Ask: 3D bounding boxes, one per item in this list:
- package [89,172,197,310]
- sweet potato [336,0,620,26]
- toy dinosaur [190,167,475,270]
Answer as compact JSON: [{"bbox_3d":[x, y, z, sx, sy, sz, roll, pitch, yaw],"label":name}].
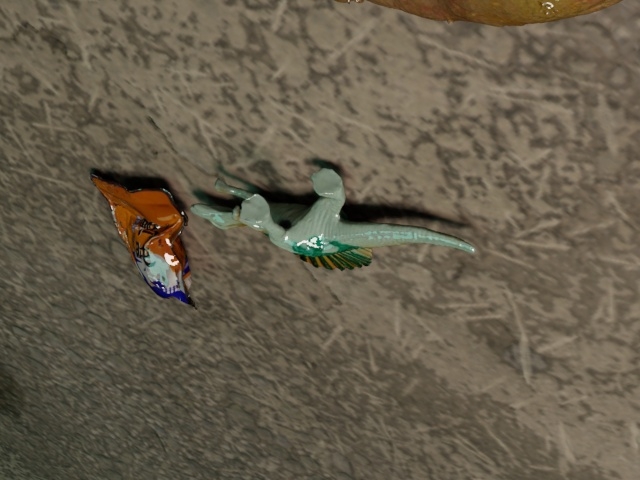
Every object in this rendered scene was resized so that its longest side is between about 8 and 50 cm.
[{"bbox_3d":[-0.117,0.000,0.931,0.077,0.033,0.110,27,141,50],"label":"package"},{"bbox_3d":[0.079,-0.122,0.588,0.226,0.068,0.068,-8,131,44],"label":"sweet potato"},{"bbox_3d":[0.002,-0.003,0.833,0.187,0.044,0.106,12,158,5],"label":"toy dinosaur"}]
